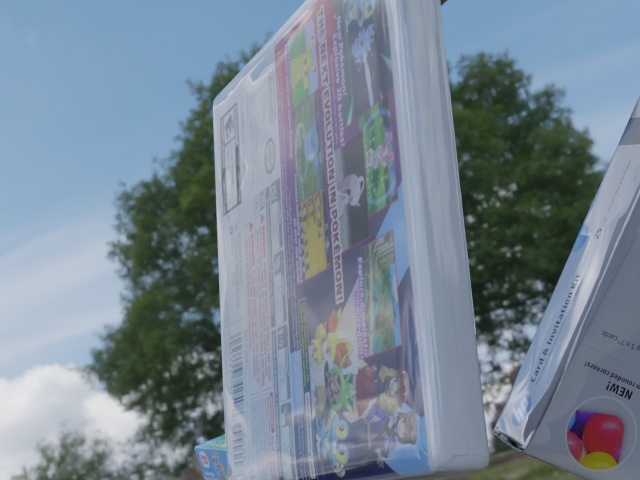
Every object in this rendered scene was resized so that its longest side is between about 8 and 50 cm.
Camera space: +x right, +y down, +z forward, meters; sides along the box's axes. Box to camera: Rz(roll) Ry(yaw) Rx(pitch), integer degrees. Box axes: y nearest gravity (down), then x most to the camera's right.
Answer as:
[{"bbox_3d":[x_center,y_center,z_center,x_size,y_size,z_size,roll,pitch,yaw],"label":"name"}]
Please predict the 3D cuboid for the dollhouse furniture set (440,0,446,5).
[{"bbox_3d":[0.012,-0.267,0.678,0.161,0.212,0.242,-39,-58,23],"label":"dollhouse furniture set"}]

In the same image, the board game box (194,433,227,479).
[{"bbox_3d":[0.010,0.154,0.875,0.212,0.039,0.160,-18,-4,-21],"label":"board game box"}]

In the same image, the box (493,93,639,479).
[{"bbox_3d":[0.174,0.023,0.414,0.145,0.186,0.038,24,-3,-11],"label":"box"}]

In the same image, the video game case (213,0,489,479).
[{"bbox_3d":[0.000,0.000,0.421,0.023,0.201,0.183,5,-17,-26],"label":"video game case"}]
